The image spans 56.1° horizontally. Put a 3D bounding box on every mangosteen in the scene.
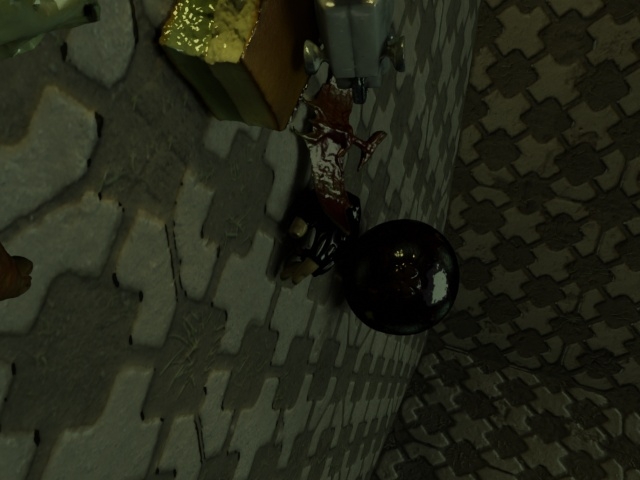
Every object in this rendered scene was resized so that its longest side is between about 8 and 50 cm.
[{"bbox_3d":[0.187,0.085,1.416,0.288,0.288,0.287,14,90,-71],"label":"mangosteen"}]

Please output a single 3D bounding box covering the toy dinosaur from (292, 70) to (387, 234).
[{"bbox_3d":[0.047,-0.174,0.996,0.206,0.113,0.327,47,58,-32],"label":"toy dinosaur"}]

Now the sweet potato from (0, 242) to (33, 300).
[{"bbox_3d":[-0.258,-0.021,0.274,0.336,0.131,0.131,66,42,-72],"label":"sweet potato"}]

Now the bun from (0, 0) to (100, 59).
[{"bbox_3d":[-0.169,-0.172,0.289,0.239,0.141,0.239,-45,-175,5],"label":"bun"}]

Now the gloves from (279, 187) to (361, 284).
[{"bbox_3d":[0.000,0.000,1.063,0.164,0.124,0.203,56,40,-43],"label":"gloves"}]

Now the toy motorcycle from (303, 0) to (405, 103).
[{"bbox_3d":[0.039,-0.274,0.654,0.260,0.110,0.170,69,24,-67],"label":"toy motorcycle"}]

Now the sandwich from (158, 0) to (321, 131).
[{"bbox_3d":[-0.069,-0.260,0.660,0.186,0.108,0.219,56,51,-66],"label":"sandwich"}]
